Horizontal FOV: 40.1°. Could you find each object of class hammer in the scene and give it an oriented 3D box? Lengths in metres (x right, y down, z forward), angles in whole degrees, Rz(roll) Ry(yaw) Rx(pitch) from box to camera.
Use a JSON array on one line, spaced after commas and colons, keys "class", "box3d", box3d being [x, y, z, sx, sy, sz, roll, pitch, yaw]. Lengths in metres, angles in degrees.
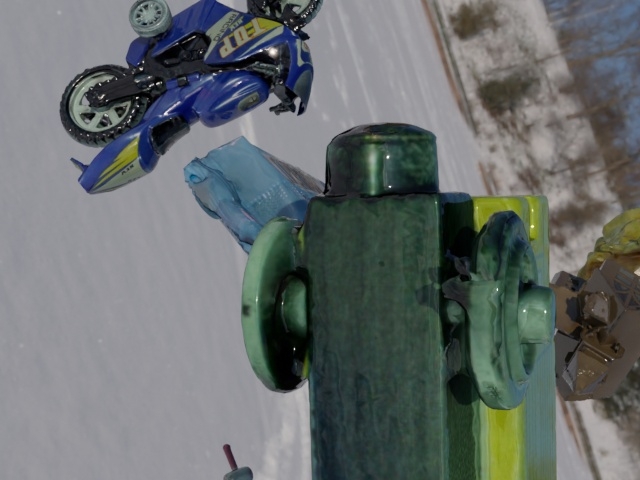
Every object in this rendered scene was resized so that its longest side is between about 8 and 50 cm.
[{"class": "hammer", "box3d": [-0.151, 0.388, 1.517, 0.031, 0.053, 0.083, 99, -31, -50]}]

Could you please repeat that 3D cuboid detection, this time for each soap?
[{"class": "soap", "box3d": [0.000, 0.000, 0.836, 0.156, 0.077, 0.293, 49, 13, 35]}]

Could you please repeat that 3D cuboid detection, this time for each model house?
[{"class": "model house", "box3d": [0.374, 0.146, 1.253, 0.248, 0.176, 0.180, -37, 154, -57]}]

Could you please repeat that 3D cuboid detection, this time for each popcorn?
[{"class": "popcorn", "box3d": [0.598, 0.078, 1.616, 0.258, 0.270, 0.224, 51, -25, -18]}]

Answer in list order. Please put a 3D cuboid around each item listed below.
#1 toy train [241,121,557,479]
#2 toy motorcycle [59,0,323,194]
[{"class": "toy train", "box3d": [0.071, 0.149, 0.563, 0.272, 0.179, 0.441, -9, 99, -67]}, {"class": "toy motorcycle", "box3d": [-0.116, -0.161, 0.883, 0.169, 0.315, 0.113, 57, -3, 23]}]
